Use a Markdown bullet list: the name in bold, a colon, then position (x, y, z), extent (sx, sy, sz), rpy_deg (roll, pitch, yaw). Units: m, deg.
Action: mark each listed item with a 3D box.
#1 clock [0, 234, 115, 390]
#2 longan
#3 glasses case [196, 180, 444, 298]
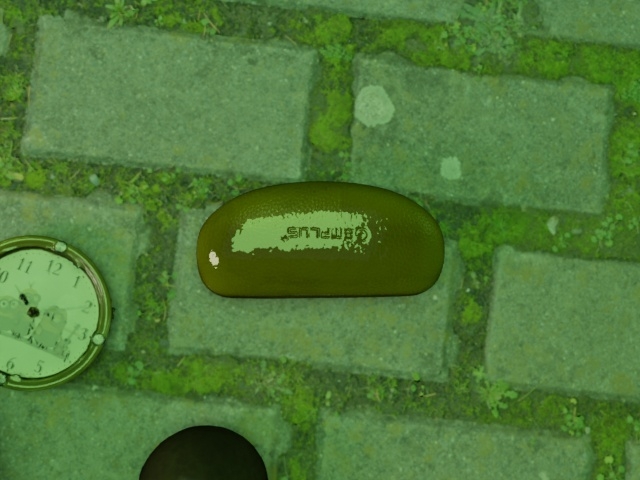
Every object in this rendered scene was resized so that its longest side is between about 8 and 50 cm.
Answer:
- **clock**: position (-0.430, 0.109, 1.484), extent (0.237, 0.057, 0.237), rpy_deg (1, 85, -6)
- **longan**: position (-0.169, 0.350, 1.422), extent (0.189, 0.189, 0.189), rpy_deg (0, 84, -4)
- **glasses case**: position (0.000, 0.000, 1.486), extent (0.371, 0.141, 0.173), rpy_deg (0, 83, -5)
